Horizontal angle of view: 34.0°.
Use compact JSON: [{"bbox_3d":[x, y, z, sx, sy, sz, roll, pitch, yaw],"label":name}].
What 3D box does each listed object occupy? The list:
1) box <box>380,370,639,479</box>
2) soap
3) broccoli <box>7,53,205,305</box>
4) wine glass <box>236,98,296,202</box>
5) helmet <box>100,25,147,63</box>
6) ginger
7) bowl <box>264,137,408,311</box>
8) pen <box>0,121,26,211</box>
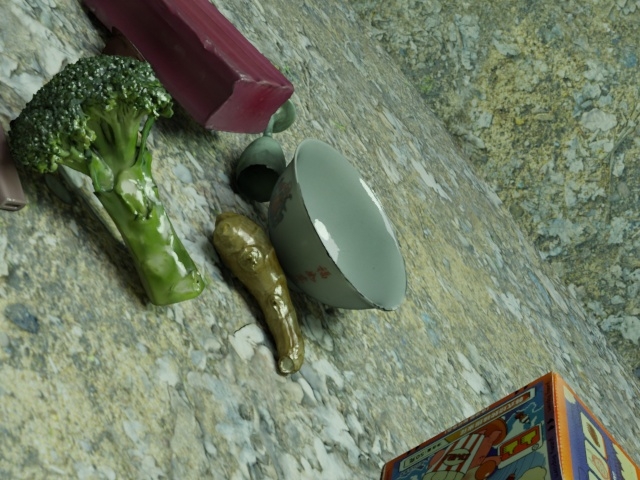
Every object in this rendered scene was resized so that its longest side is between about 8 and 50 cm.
[{"bbox_3d":[0.294,0.441,1.607,0.257,0.348,0.318,48,25,-15],"label":"box"},{"bbox_3d":[-0.236,-0.359,1.898,0.359,0.128,0.233,46,18,15],"label":"soap"},{"bbox_3d":[-0.276,-0.076,1.444,0.361,0.221,0.252,63,-9,6],"label":"broccoli"},{"bbox_3d":[-0.182,-0.216,2.026,0.264,0.096,0.309,23,31,-11],"label":"wine glass"},{"bbox_3d":[-0.346,-0.308,1.799,0.111,0.057,0.089,47,-14,11],"label":"helmet"},{"bbox_3d":[-0.093,0.079,1.716,0.294,0.086,0.131,65,2,13],"label":"ginger"},{"bbox_3d":[0.000,0.000,1.887,0.345,0.157,0.345,46,28,-33],"label":"bowl"},{"bbox_3d":[-0.440,-0.128,1.389,0.053,0.032,0.197,12,49,-57],"label":"pen"}]
